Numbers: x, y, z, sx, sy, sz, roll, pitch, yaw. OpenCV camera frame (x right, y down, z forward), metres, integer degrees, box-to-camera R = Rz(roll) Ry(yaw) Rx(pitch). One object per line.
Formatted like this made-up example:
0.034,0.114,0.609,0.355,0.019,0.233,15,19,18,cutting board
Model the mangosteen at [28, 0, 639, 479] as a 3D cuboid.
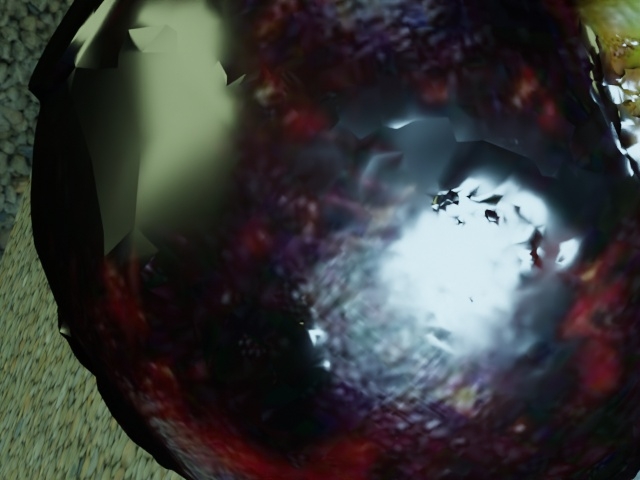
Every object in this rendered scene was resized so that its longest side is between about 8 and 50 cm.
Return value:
0.042,-0.056,0.936,0.421,0.381,0.381,-66,18,9,mangosteen
